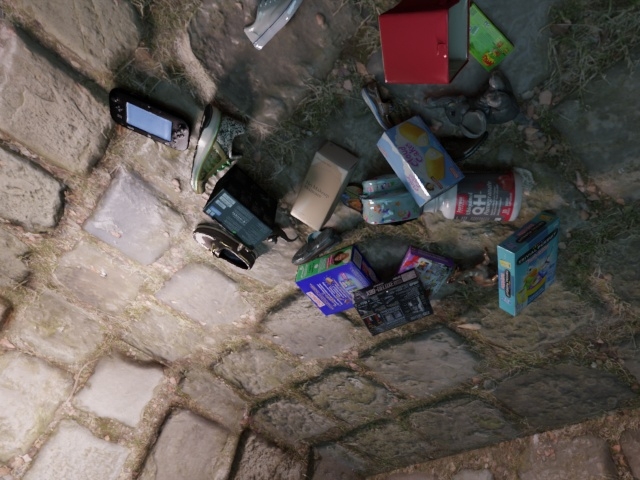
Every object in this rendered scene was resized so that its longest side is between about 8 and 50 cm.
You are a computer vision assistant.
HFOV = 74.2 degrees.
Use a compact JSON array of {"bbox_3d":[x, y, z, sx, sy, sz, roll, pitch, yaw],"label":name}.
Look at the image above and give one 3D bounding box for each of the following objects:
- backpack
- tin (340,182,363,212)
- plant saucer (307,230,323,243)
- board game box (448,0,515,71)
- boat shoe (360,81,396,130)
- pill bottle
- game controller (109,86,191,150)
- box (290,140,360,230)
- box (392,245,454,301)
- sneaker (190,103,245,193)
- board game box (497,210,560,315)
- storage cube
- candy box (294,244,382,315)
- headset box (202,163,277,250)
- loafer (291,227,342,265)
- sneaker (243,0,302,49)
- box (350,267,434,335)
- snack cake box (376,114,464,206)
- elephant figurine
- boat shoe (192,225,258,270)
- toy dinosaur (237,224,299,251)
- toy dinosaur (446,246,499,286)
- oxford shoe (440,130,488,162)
[{"bbox_3d":[0.253,-0.144,1.527,0.224,0.253,0.191,-9,106,1],"label":"backpack"},{"bbox_3d":[0.169,-0.163,1.691,0.189,0.040,0.106,26,135,-8],"label":"tin"},{"bbox_3d":[0.000,0.000,1.881,0.119,0.021,0.119,7,130,8],"label":"plant saucer"},{"bbox_3d":[0.470,-0.596,1.240,0.181,0.043,0.092,36,129,-17],"label":"board game box"},{"bbox_3d":[0.210,-0.444,1.418,0.066,0.066,0.183,-28,119,30],"label":"boat shoe"},{"bbox_3d":[0.532,-0.161,1.509,0.318,0.176,0.176,3,131,11],"label":"pill bottle"},{"bbox_3d":[-0.647,-0.457,1.615,0.319,0.067,0.167,23,131,-6],"label":"game controller"},{"bbox_3d":[0.013,-0.204,1.617,0.147,0.121,0.311,32,132,7],"label":"box"},{"bbox_3d":[0.438,0.169,1.896,0.200,0.057,0.293,17,132,-4],"label":"box"},{"bbox_3d":[-0.395,-0.318,1.637,0.181,0.158,0.410,11,139,-20],"label":"sneaker"},{"bbox_3d":[0.801,0.095,1.629,0.253,0.079,0.336,-33,129,-17],"label":"board game box"},{"bbox_3d":[0.295,-0.561,1.184,0.193,0.184,0.215,14,136,31],"label":"storage cube"},{"bbox_3d":[0.086,0.192,1.960,0.317,0.122,0.268,-23,123,28],"label":"candy box"},{"bbox_3d":[-0.305,-0.141,1.671,0.131,0.283,0.246,-40,114,20],"label":"headset box"},{"bbox_3d":[-0.017,0.047,1.852,0.084,0.096,0.267,36,127,-25],"label":"loafer"},{"bbox_3d":[-0.139,-0.690,1.272,0.258,0.094,0.091,-32,121,34],"label":"sneaker"},{"bbox_3d":[0.321,0.279,1.876,0.307,0.077,0.243,-24,125,11],"label":"box"},{"bbox_3d":[0.326,-0.264,1.399,0.264,0.152,0.089,57,160,9],"label":"snack cake box"},{"bbox_3d":[0.482,-0.413,1.340,0.239,0.169,0.186,-24,80,39],"label":"elephant figurine"},{"bbox_3d":[-0.454,0.037,1.972,0.324,0.097,0.117,28,131,-11],"label":"boat shoe"},{"bbox_3d":[-0.248,-0.030,1.848,0.313,0.160,0.121,-15,110,13],"label":"toy dinosaur"},{"bbox_3d":[0.680,0.152,1.789,0.295,0.127,0.200,25,140,-25],"label":"toy dinosaur"},{"bbox_3d":[0.461,-0.321,1.455,0.227,0.083,0.096,-29,114,31],"label":"oxford shoe"}]
